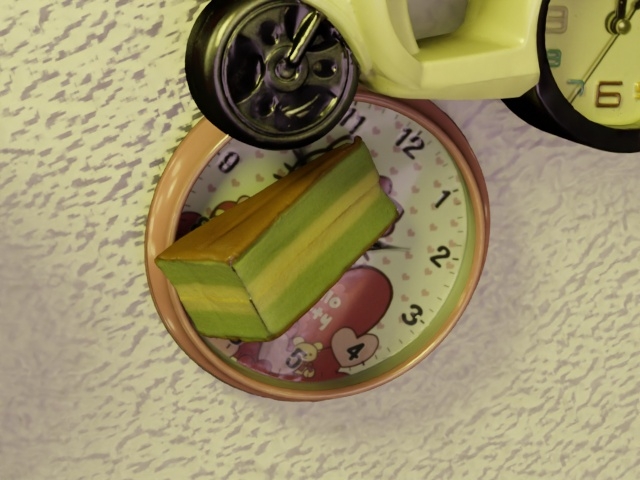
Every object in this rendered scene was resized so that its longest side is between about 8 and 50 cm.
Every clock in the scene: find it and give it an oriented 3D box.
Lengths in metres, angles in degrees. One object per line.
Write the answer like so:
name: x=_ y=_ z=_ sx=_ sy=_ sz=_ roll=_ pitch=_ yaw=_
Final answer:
clock: x=-0.001 y=0.000 z=1.256 sx=0.244 sy=0.056 sz=0.244 roll=-4 pitch=111 yaw=-12
clock: x=0.106 y=-0.188 z=1.169 sx=0.379 sy=0.120 sz=0.277 roll=2 pitch=102 yaw=-25

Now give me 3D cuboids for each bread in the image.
bread: x=-0.026 y=-0.003 z=1.212 sx=0.139 sy=0.084 sz=0.074 roll=-45 pitch=117 yaw=-29
